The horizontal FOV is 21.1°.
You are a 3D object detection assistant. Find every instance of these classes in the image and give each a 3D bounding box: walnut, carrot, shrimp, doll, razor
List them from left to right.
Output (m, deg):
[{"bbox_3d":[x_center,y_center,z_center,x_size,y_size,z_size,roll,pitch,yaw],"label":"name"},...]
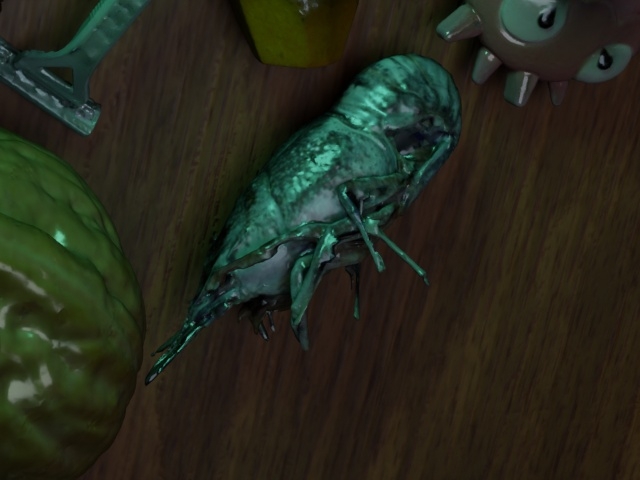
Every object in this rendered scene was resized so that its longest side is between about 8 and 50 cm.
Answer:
[{"bbox_3d":[-0.292,0.051,1.297,0.332,0.333,0.333,-6,108,-19],"label":"walnut"},{"bbox_3d":[-0.145,-0.204,1.355,0.111,0.056,0.278,35,114,-25],"label":"razor"},{"bbox_3d":[-0.029,-0.293,1.389,0.114,0.114,0.302,-11,108,-18],"label":"carrot"},{"bbox_3d":[0.001,-0.002,1.459,0.137,0.172,0.372,37,84,-32],"label":"shrimp"},{"bbox_3d":[0.200,-0.223,1.508,0.262,0.093,0.211,27,102,-29],"label":"doll"}]

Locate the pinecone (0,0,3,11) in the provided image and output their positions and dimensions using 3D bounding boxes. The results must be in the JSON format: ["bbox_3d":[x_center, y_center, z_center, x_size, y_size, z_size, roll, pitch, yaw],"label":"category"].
[{"bbox_3d":[-0.301,-0.264,1.242,0.221,0.221,0.221,-6,108,-19],"label":"pinecone"}]
